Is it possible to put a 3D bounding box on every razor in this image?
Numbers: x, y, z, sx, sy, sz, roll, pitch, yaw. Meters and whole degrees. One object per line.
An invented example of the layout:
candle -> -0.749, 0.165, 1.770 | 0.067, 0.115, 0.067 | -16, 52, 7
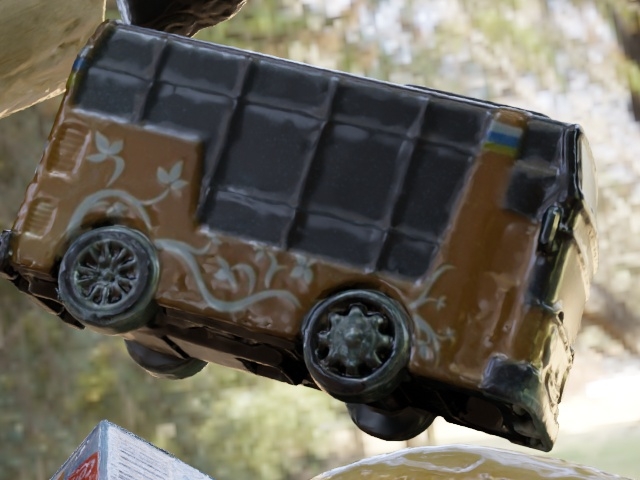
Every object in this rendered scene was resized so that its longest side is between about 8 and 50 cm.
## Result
razor -> -0.106, -0.205, 1.189 | 0.090, 0.148, 0.054 | -26, -18, 14

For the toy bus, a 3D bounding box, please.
toy bus -> 0.000, 0.000, 0.899 | 0.275, 0.167, 0.138 | 15, -14, 16

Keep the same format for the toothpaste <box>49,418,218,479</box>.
toothpaste -> -0.023, 0.145, 0.681 | 0.193, 0.044, 0.070 | 32, -65, -23

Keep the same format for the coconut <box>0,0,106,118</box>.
coconut -> -0.255, -0.198, 1.063 | 0.328, 0.329, 0.329 | -7, -9, -1

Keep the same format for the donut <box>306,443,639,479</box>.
donut -> 0.078, 0.295, 1.134 | 0.448, 0.198, 0.449 | -18, 32, 11
